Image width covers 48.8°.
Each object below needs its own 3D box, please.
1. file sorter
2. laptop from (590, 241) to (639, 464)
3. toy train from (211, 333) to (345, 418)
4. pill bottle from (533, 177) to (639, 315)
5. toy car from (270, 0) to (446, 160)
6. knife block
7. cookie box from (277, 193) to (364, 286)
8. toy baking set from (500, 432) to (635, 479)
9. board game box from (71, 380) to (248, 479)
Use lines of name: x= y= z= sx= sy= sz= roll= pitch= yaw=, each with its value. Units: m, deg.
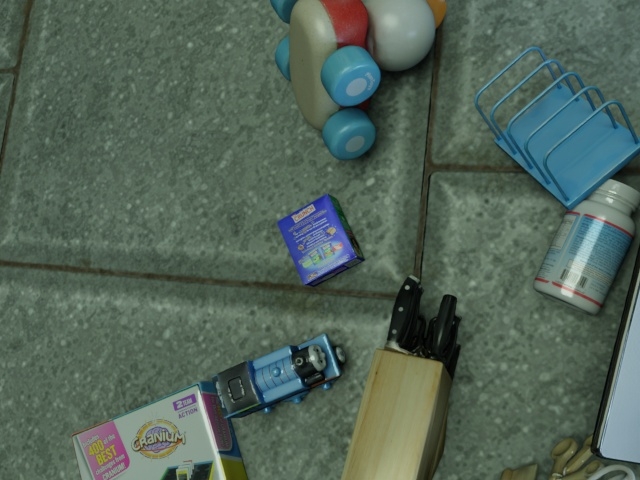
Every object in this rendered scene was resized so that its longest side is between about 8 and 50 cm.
file sorter: x=0.291 y=-0.147 z=0.884 sx=0.118 sy=0.104 sz=0.170 roll=-41 pitch=42 yaw=10
laptop: x=0.532 y=0.088 z=0.723 sx=0.236 sy=0.408 sz=0.382 roll=8 pitch=82 yaw=56
toy train: x=-0.056 y=0.191 z=0.987 sx=0.184 sy=0.105 sz=0.080 roll=-25 pitch=73 yaw=15
pill bottle: x=0.337 y=0.006 z=0.882 sx=0.087 sy=0.087 sz=0.160 roll=25 pitch=90 yaw=23
toy car: x=0.079 y=-0.273 z=1.007 sx=0.238 sy=0.210 sz=0.219 roll=-20 pitch=57 yaw=-13
knife block: x=0.102 y=0.187 z=0.862 sx=0.088 sy=0.275 sz=0.242 roll=9 pitch=113 yaw=22
cookie box: x=0.000 y=0.000 z=1.035 sx=0.092 sy=0.040 sz=0.107 roll=-28 pitch=72 yaw=14
toy baking set: x=0.245 y=0.288 z=0.773 sx=0.197 sy=0.256 sz=0.030 roll=-42 pitch=91 yaw=10
board game box: x=-0.218 y=0.397 z=1.032 sx=0.242 sy=0.064 sz=0.316 roll=-24 pitch=73 yaw=15
